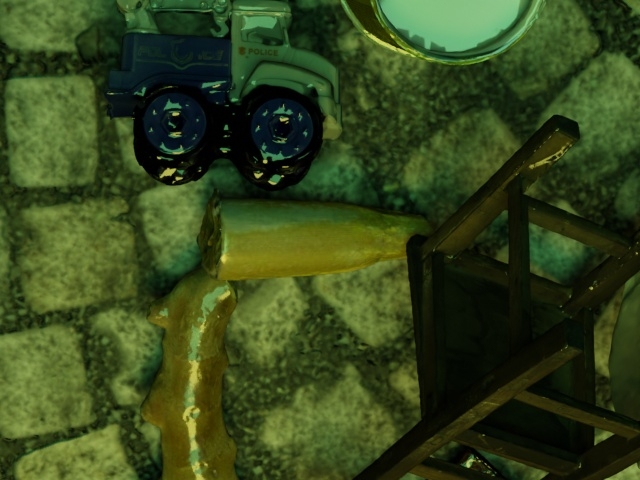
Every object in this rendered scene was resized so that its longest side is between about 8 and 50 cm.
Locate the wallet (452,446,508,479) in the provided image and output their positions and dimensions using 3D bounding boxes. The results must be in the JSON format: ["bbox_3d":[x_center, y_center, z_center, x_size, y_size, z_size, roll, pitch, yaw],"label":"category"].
[{"bbox_3d":[0.111,0.331,1.775,0.133,0.039,0.243,43,99,-8],"label":"wallet"}]

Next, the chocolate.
[{"bbox_3d":[0.000,0.000,1.641,0.219,0.085,0.086,1,107,-18],"label":"chocolate"}]

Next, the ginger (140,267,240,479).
[{"bbox_3d":[-0.116,0.162,1.693,0.118,0.065,0.299,2,104,-11],"label":"ginger"}]

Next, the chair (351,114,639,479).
[{"bbox_3d":[0.167,0.112,1.619,0.203,0.241,0.416,19,142,-25],"label":"chair"}]

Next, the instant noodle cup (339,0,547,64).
[{"bbox_3d":[0.109,-0.241,1.545,0.205,0.153,0.205,-1,107,-3],"label":"instant noodle cup"}]

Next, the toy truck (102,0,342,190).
[{"bbox_3d":[-0.086,-0.140,1.575,0.213,0.161,0.177,2,83,-6],"label":"toy truck"}]

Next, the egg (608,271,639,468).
[{"bbox_3d":[0.488,0.102,1.583,0.339,0.354,0.355,21,104,-21],"label":"egg"}]
